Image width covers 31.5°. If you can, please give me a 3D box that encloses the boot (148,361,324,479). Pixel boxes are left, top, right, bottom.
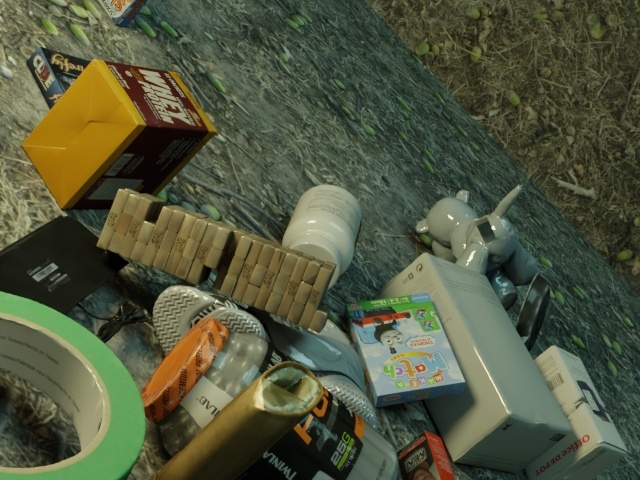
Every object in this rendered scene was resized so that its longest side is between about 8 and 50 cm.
[{"bbox_3d":[-0.142,0.255,1.261,0.089,0.269,0.236,48,24,5],"label":"boot"}]

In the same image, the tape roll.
[{"bbox_3d":[-0.346,0.178,1.190,0.321,0.077,0.321,22,29,-13],"label":"tape roll"}]

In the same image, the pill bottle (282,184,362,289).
[{"bbox_3d":[0.000,0.000,2.050,0.131,0.131,0.229,41,25,-11],"label":"pill bottle"}]

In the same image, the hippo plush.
[{"bbox_3d":[0.306,0.016,2.473,0.236,0.234,0.294,32,-25,45],"label":"hippo plush"}]

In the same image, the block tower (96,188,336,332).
[{"bbox_3d":[-0.136,0.025,1.609,0.335,0.097,0.091,22,5,4],"label":"block tower"}]

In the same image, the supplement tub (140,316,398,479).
[{"bbox_3d":[-0.070,0.253,1.474,0.316,0.193,0.193,40,25,-13],"label":"supplement tub"}]

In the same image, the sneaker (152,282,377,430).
[{"bbox_3d":[-0.077,0.169,1.677,0.366,0.137,0.210,34,14,-6],"label":"sneaker"}]

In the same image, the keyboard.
[{"bbox_3d":[-0.342,0.076,1.508,0.201,0.033,0.317,40,25,1],"label":"keyboard"}]

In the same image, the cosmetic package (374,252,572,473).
[{"bbox_3d":[0.281,0.229,2.128,0.217,0.156,0.385,21,35,-43],"label":"cosmetic package"}]

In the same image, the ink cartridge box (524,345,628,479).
[{"bbox_3d":[0.459,0.353,2.195,0.100,0.172,0.237,26,31,-38],"label":"ink cartridge box"}]

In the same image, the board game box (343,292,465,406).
[{"bbox_3d":[0.145,0.189,2.001,0.160,0.039,0.211,-7,47,-13],"label":"board game box"}]

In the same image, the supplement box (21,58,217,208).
[{"bbox_3d":[-0.303,-0.156,1.728,0.129,0.191,0.194,55,25,17],"label":"supplement box"}]

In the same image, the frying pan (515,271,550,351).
[{"bbox_3d":[0.431,0.178,2.404,0.053,0.197,0.326,18,17,17],"label":"frying pan"}]

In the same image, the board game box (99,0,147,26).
[{"bbox_3d":[-0.402,-0.539,2.225,0.201,0.136,0.035,54,25,18],"label":"board game box"}]

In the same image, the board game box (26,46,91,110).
[{"bbox_3d":[-0.364,-0.232,1.928,0.243,0.042,0.165,8,45,-54],"label":"board game box"}]

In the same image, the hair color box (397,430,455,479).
[{"bbox_3d":[0.174,0.383,1.813,0.043,0.072,0.141,29,29,-35],"label":"hair color box"}]
